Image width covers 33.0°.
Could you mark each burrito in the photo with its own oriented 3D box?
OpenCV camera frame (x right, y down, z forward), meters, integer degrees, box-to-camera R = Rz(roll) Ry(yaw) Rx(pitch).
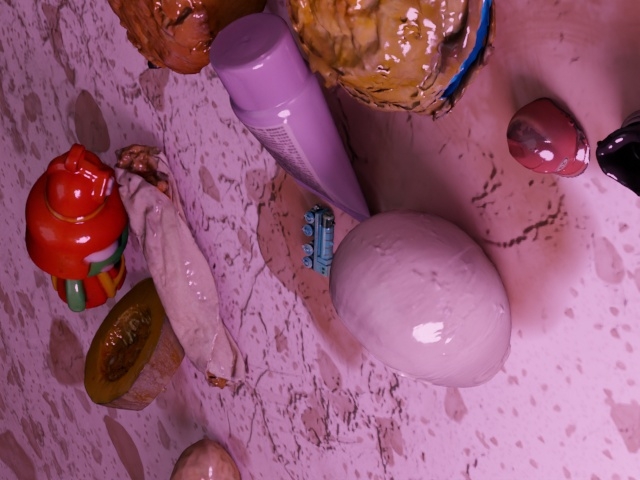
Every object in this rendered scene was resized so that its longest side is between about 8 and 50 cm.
[{"bbox_3d":[-0.205,0.040,1.596,0.117,0.076,0.392,-13,99,50],"label":"burrito"}]

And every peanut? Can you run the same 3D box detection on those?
[{"bbox_3d":[-0.193,0.460,1.755,0.149,0.149,0.313,37,132,38],"label":"peanut"}]

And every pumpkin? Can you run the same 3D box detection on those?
[{"bbox_3d":[-0.278,0.181,1.724,0.110,0.217,0.217,40,158,-29],"label":"pumpkin"}]

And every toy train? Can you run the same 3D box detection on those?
[{"bbox_3d":[0.000,0.000,1.333,0.045,0.029,0.092,26,127,35],"label":"toy train"}]

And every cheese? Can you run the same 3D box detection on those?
[{"bbox_3d":[0.102,0.054,1.102,0.154,0.189,0.198,-48,65,18],"label":"cheese"}]

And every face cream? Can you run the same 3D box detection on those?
[{"bbox_3d":[-0.028,-0.122,1.206,0.154,0.096,0.274,30,159,40],"label":"face cream"}]

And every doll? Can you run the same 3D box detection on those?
[{"bbox_3d":[-0.376,-0.032,1.677,0.160,0.183,0.363,17,145,-1],"label":"doll"}]

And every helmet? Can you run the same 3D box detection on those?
[{"bbox_3d":[0.202,-0.089,0.989,0.084,0.049,0.065,50,141,25],"label":"helmet"}]

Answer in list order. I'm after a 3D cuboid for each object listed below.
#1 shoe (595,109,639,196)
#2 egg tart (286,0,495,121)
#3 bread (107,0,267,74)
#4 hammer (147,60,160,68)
[{"bbox_3d":[0.284,-0.056,0.850,0.169,0.099,0.071,23,123,46],"label":"shoe"},{"bbox_3d":[0.048,-0.240,1.069,0.291,0.107,0.291,31,131,43],"label":"egg tart"},{"bbox_3d":[-0.156,-0.284,1.275,0.260,0.160,0.147,18,141,54],"label":"bread"},{"bbox_3d":[-0.228,-0.330,1.472,0.078,0.021,0.201,35,133,39],"label":"hammer"}]
